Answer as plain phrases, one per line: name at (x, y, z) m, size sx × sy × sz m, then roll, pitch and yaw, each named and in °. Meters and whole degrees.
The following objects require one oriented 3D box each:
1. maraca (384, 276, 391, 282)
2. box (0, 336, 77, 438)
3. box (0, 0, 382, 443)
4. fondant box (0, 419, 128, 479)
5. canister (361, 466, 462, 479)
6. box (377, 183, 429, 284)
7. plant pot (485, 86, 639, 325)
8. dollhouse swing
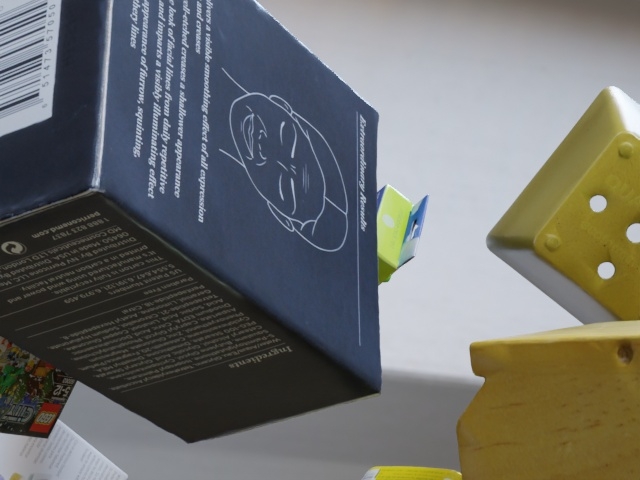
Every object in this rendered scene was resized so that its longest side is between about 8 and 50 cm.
maraca at (0.000, 0.000, 1.960) m, size 0.127 × 0.186 × 0.099 m, roll -105°, pitch -149°, yaw -42°
box at (-0.285, 0.087, 1.596) m, size 0.233 × 0.044 × 0.159 m, roll 20°, pitch 97°, yaw -62°
box at (-0.135, -0.050, 1.506) m, size 0.395 × 0.212 × 0.293 m, roll 38°, pitch 42°, yaw -46°
fondant box at (-0.417, 0.287, 2.159) m, size 0.096 × 0.330 × 0.238 m, roll -17°, pitch -142°, yaw 49°
canister at (0.053, 0.269, 1.522) m, size 0.170 × 0.126 × 0.073 m, roll -51°, pitch 127°, yaw -41°
box at (0.028, 0.023, 1.778) m, size 0.178 × 0.042 × 0.109 m, roll -42°, pitch -161°, yaw 34°
plant pot at (0.301, -0.010, 1.772) m, size 0.212 × 0.212 × 0.187 m, roll -52°, pitch 176°, yaw 7°
dollhouse swing at (0.334, 0.227, 1.445) m, size 0.315 × 0.305 × 0.346 m, roll -6°, pitch -88°, yaw 49°
